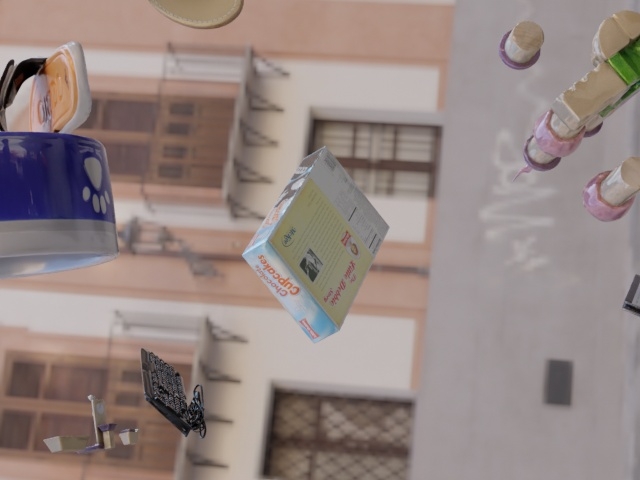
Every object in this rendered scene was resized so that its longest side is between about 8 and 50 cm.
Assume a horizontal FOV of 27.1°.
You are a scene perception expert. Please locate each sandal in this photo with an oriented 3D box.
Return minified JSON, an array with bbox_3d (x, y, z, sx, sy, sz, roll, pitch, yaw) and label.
[{"bbox_3d":[-0.178,-0.315,1.388,0.240,0.088,0.079,49,180,26],"label":"sandal"},{"bbox_3d":[-0.292,-0.144,1.343,0.265,0.076,0.102,155,107,-68],"label":"sandal"}]

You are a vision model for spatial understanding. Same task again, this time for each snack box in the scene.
[{"bbox_3d":[0.000,0.000,2.145,0.187,0.060,0.322,52,-147,-15],"label":"snack box"}]

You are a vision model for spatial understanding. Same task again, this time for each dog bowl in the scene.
[{"bbox_3d":[-0.316,-0.022,1.180,0.265,0.265,0.104,23,-120,-82],"label":"dog bowl"}]

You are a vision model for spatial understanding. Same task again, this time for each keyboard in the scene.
[{"bbox_3d":[-0.176,0.182,1.639,0.038,0.100,0.192,-44,16,3],"label":"keyboard"}]

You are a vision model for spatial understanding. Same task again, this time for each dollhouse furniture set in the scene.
[{"bbox_3d":[-0.328,0.254,1.872,0.114,0.091,0.081,13,-115,-58],"label":"dollhouse furniture set"}]

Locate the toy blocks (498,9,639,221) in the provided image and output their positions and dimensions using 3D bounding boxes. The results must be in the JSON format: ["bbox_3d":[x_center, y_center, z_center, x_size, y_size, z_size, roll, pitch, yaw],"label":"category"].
[{"bbox_3d":[0.380,-0.212,1.779,0.309,0.288,0.260,51,167,7],"label":"toy blocks"}]

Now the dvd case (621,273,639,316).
[{"bbox_3d":[0.539,0.112,1.869,0.164,0.221,0.018,-33,-37,-68],"label":"dvd case"}]
